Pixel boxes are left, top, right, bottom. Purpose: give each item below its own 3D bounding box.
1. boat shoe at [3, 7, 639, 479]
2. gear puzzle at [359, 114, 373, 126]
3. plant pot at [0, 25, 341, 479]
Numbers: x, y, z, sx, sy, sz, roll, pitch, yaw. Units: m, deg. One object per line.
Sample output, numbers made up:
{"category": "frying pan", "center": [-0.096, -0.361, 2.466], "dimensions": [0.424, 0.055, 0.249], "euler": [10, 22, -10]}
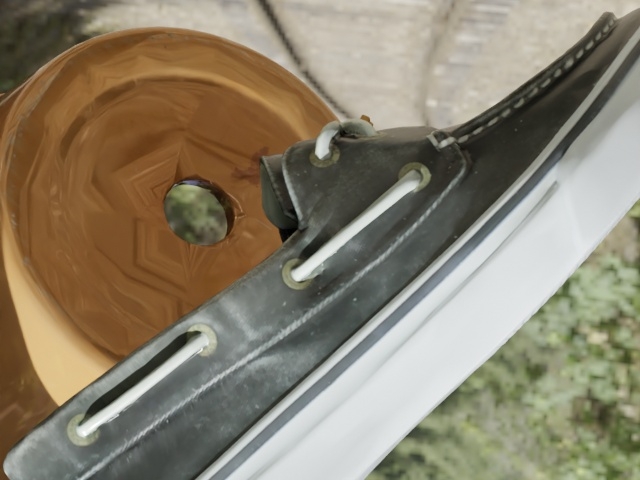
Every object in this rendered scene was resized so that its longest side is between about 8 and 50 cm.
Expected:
{"category": "boat shoe", "center": [0.019, 0.007, 0.558], "dimensions": [0.119, 0.335, 0.121], "euler": [45, 167, 7]}
{"category": "gear puzzle", "center": [0.000, 0.000, 1.303], "dimensions": [0.044, 0.175, 0.339], "euler": [18, -143, 9]}
{"category": "plant pot", "center": [-0.099, 0.022, 0.762], "dimensions": [0.291, 0.290, 0.203], "euler": [4, 156, -24]}
